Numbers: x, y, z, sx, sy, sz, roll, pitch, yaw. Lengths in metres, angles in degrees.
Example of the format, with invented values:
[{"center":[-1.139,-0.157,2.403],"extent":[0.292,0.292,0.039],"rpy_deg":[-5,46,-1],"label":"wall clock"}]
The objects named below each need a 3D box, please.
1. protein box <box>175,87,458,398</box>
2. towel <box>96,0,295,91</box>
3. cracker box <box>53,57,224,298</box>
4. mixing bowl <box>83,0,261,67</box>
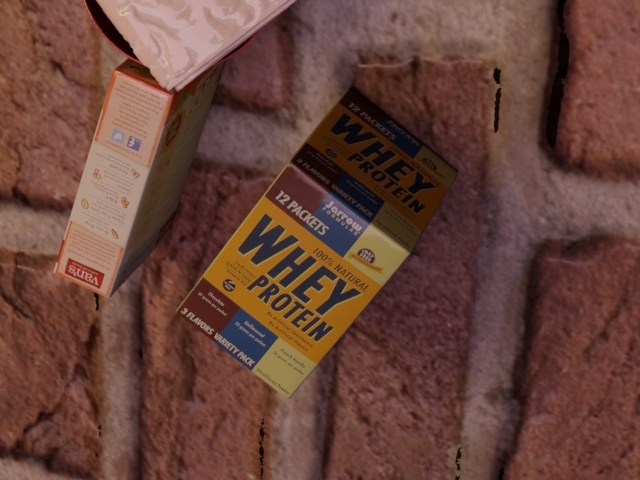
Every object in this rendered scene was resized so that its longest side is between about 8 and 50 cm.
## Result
[{"center":[0.000,0.000,1.814],"extent":[0.136,0.200,0.201],"rpy_deg":[38,120,-1],"label":"protein box"},{"center":[-0.107,-0.352,1.697],"extent":[0.317,0.053,0.332],"rpy_deg":[-36,95,5],"label":"towel"},{"center":[-0.171,-0.080,1.860],"extent":[0.067,0.155,0.232],"rpy_deg":[24,119,7],"label":"cracker box"},{"center":[-0.127,-0.247,1.785],"extent":[0.181,0.098,0.181],"rpy_deg":[0,96,1],"label":"mixing bowl"}]
